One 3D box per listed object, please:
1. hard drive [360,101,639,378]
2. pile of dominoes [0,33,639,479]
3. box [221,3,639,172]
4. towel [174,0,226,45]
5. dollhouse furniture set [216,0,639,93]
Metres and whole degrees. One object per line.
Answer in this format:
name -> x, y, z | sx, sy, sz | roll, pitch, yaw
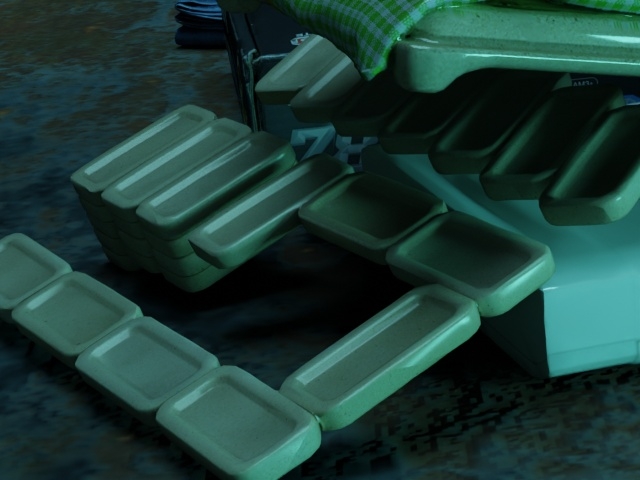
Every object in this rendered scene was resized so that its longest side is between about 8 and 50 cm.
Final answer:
hard drive -> 0.189, -0.022, 0.719 | 0.307, 0.040, 0.203 | -9, 17, -12
pile of dominoes -> 0.000, 0.000, 0.679 | 0.196, 0.040, 0.251 | -33, 28, -18
box -> 0.102, -0.102, 0.973 | 0.295, 0.073, 0.293 | -7, 16, -2
towel -> -0.024, -0.135, 1.191 | 0.119, 0.029, 0.067 | 2, 17, 25
dollhouse furniture set -> 0.129, -0.133, 0.671 | 0.301, 0.151, 0.197 | 1, 13, -21
